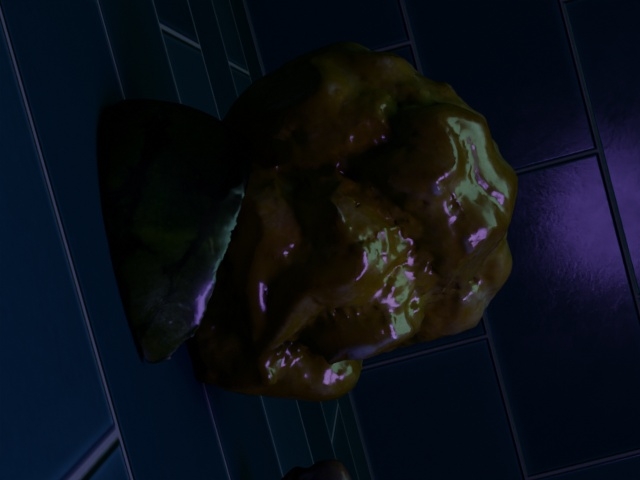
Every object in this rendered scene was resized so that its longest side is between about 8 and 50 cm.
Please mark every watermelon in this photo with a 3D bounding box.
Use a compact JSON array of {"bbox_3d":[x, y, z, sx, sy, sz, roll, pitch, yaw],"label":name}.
[{"bbox_3d":[-0.125,-0.037,1.036,0.301,0.123,0.129,-100,-154,-59],"label":"watermelon"}]

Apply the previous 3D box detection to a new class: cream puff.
[{"bbox_3d":[0.001,-0.001,1.134,0.257,0.324,0.291,-42,107,-43],"label":"cream puff"}]

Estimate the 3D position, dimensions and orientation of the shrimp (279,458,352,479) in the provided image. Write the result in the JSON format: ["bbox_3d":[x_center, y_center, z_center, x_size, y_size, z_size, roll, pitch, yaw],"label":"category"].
[{"bbox_3d":[0.012,0.418,1.126,0.221,0.109,0.446,48,30,-63],"label":"shrimp"}]
